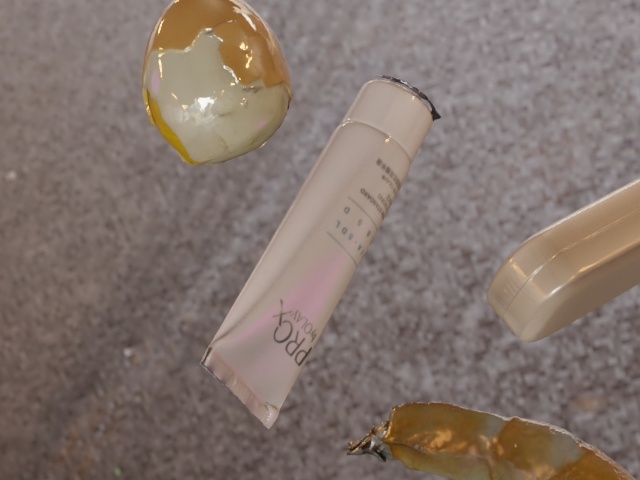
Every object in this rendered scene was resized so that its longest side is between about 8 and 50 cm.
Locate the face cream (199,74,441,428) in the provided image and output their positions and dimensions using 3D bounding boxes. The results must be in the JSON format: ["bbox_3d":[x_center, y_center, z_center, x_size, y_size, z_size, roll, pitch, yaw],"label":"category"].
[{"bbox_3d":[0.000,0.000,1.118,0.058,0.092,0.244,13,65,38],"label":"face cream"}]

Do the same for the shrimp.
[{"bbox_3d":[0.148,0.217,1.139,0.185,0.287,0.068,-39,-10,27],"label":"shrimp"}]

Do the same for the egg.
[{"bbox_3d":[-0.051,-0.079,0.796,0.071,0.083,0.071,-18,3,1],"label":"egg"}]

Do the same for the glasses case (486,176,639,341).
[{"bbox_3d":[0.195,0.003,1.114,0.196,0.083,0.050,-25,69,-34],"label":"glasses case"}]
